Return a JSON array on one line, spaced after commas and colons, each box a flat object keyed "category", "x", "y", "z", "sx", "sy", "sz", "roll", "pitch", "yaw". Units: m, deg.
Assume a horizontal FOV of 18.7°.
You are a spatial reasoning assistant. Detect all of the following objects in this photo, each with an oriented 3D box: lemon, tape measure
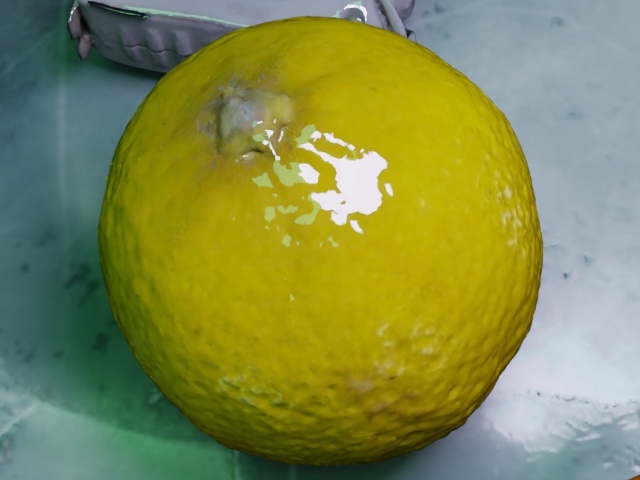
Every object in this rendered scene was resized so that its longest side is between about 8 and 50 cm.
[{"category": "lemon", "x": 0.000, "y": 0.001, "z": 1.177, "sx": 0.293, "sy": 0.293, "sz": 0.293, "roll": -3, "pitch": 67, "yaw": 7}, {"category": "tape measure", "x": -0.033, "y": -0.196, "z": 1.350, "sx": 0.236, "sy": 0.120, "sz": 0.197, "roll": 12, "pitch": 68, "yaw": 9}]

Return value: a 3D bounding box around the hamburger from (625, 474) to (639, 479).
[{"category": "hamburger", "x": 0.279, "y": 0.231, "z": 0.977, "sx": 0.396, "sy": 0.396, "sz": 0.277, "roll": -10, "pitch": 67, "yaw": 5}]
